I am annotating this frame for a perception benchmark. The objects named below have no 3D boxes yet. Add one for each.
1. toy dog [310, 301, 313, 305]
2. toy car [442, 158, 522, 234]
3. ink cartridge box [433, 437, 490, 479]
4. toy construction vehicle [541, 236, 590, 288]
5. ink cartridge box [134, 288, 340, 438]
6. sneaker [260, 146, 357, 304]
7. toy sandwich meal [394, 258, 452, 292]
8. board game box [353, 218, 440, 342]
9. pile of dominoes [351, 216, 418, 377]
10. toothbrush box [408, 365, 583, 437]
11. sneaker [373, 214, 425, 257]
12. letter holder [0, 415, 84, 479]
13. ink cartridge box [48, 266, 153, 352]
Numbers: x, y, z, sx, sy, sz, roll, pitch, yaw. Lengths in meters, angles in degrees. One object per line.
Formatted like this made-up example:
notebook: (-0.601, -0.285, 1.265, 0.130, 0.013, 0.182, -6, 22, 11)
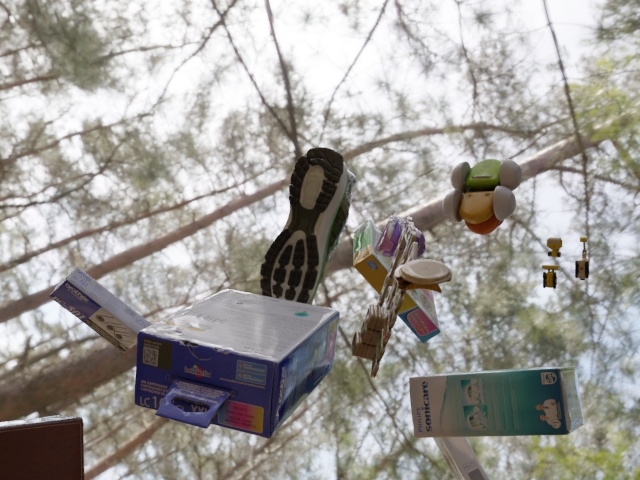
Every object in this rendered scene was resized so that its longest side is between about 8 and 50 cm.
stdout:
toy dog: (-0.070, 0.220, 2.392, 0.333, 0.161, 0.220, -106, -145, -54)
toy car: (0.376, -0.095, 1.601, 0.159, 0.181, 0.136, -1, -35, 34)
ink cartridge box: (0.406, 0.634, 2.060, 0.296, 0.066, 0.261, 61, -4, 27)
toy construction vehicle: (0.463, 0.042, 1.332, 0.086, 0.035, 0.098, -1, -88, 31)
ink cartridge box: (-0.156, 0.220, 1.310, 0.270, 0.395, 0.151, 9, -79, 18)
sneaker: (0.000, 0.000, 1.633, 0.158, 0.182, 0.410, 23, -84, 34)
toy sandwich meal: (0.150, 0.054, 1.033, 0.086, 0.086, 0.029, 25, -56, 46)
board game box: (0.217, 0.113, 2.039, 0.064, 0.242, 0.316, -36, -72, 18)
pile of dominoes: (0.111, 0.093, 1.246, 0.196, 0.040, 0.251, -83, -170, -73)
toothbrush box: (0.354, 0.323, 1.420, 0.296, 0.216, 0.126, -10, -103, 27)
sneaker: (0.192, 0.002, 1.633, 0.105, 0.236, 0.095, 30, -78, 9)
letter holder: (-0.566, 0.419, 1.182, 0.152, 0.302, 0.214, -18, -106, 53)
ink cartridge box: (-0.476, 0.153, 1.536, 0.207, 0.046, 0.097, 42, -48, -17)
